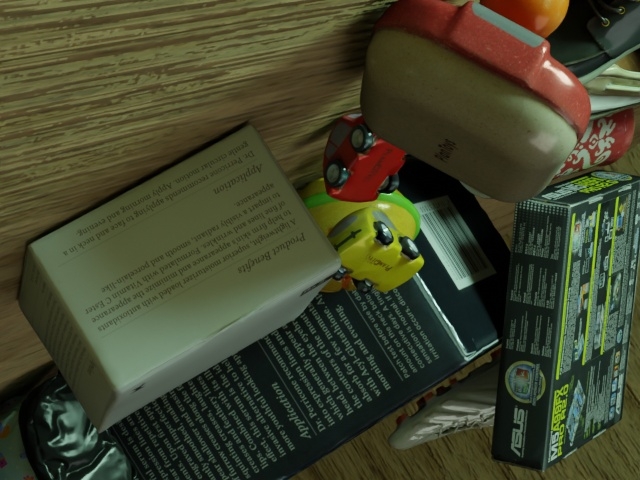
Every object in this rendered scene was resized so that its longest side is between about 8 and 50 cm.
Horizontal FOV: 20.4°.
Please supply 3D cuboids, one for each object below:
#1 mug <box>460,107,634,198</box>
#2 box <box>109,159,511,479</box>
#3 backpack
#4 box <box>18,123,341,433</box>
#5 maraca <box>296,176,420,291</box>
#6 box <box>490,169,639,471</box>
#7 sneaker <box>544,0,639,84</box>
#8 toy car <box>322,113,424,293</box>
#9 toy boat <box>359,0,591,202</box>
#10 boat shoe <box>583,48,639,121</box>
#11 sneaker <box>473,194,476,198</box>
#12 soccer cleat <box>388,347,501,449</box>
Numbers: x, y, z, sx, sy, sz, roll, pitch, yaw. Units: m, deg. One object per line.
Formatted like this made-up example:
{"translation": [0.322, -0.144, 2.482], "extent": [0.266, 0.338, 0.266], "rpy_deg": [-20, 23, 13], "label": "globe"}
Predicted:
{"translation": [0.214, -0.091, 1.773], "extent": [0.169, 0.113, 0.150], "rpy_deg": [-22, 132, -39], "label": "mug"}
{"translation": [-0.013, 0.109, 1.831], "extent": [0.395, 0.212, 0.293], "rpy_deg": [-34, 174, 22], "label": "box"}
{"translation": [-0.276, 0.208, 1.726], "extent": [0.115, 0.152, 0.182], "rpy_deg": [-20, 179, -38], "label": "backpack"}
{"translation": [-0.104, 0.031, 1.251], "extent": [0.181, 0.119, 0.182], "rpy_deg": [-30, 173, -18], "label": "box"}
{"translation": [0.000, 0.000, 1.591], "extent": [0.186, 0.099, 0.127], "rpy_deg": [-20, 142, 21], "label": "maraca"}
{"translation": [0.253, 0.075, 1.792], "extent": [0.060, 0.270, 0.216], "rpy_deg": [11, -165, 29], "label": "box"}
{"translation": [0.220, -0.195, 1.359], "extent": [0.222, 0.083, 0.118], "rpy_deg": [-25, 154, -6], "label": "sneaker"}
{"translation": [-0.025, -0.016, 1.434], "extent": [0.225, 0.053, 0.239], "rpy_deg": [-18, 147, -10], "label": "toy car"}
{"translation": [0.116, -0.123, 1.193], "extent": [0.151, 0.151, 0.231], "rpy_deg": [-61, 177, -9], "label": "toy boat"}
{"translation": [0.325, -0.187, 1.652], "extent": [0.302, 0.113, 0.103], "rpy_deg": [-28, 177, -28], "label": "boat shoe"}
{"translation": [0.145, 0.030, 2.250], "extent": [0.134, 0.146, 0.343], "rpy_deg": [-36, 171, 30], "label": "sneaker"}
{"translation": [0.164, 0.174, 1.875], "extent": [0.196, 0.076, 0.068], "rpy_deg": [-31, 174, -10], "label": "soccer cleat"}
